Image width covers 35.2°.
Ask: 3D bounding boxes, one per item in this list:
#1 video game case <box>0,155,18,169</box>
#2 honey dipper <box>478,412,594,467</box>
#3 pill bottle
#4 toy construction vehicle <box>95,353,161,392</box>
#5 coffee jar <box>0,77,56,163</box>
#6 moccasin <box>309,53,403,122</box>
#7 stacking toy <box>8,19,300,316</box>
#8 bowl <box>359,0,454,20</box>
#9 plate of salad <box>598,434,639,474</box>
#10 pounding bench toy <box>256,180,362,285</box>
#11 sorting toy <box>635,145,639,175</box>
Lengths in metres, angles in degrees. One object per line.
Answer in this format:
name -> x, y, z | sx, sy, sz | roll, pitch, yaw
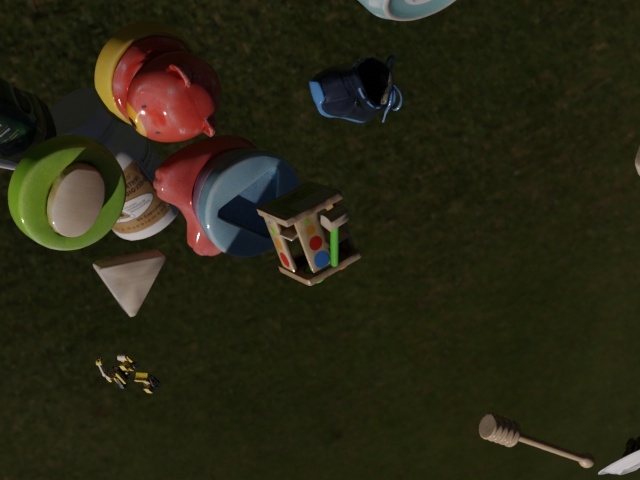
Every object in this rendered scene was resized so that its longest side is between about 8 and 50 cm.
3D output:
video game case -> -0.559, -0.138, 1.762 | 0.143, 0.019, 0.157 | 14, -177, 37
honey dipper -> 0.247, 0.226, 1.125 | 0.161, 0.030, 0.030 | 21, 136, -26
pill bottle -> -0.318, -0.118, 1.544 | 0.131, 0.131, 0.229 | -26, 133, 6
toy construction vehicle -> -0.352, 0.245, 1.829 | 0.086, 0.035, 0.098 | -2, 137, 34
coffee jar -> -0.422, -0.166, 1.291 | 0.079, 0.096, 0.184 | -32, 153, 14
moccasin -> 0.097, -0.295, 1.989 | 0.117, 0.137, 0.342 | -20, -173, 25
stacking toy -> -0.170, -0.051, 1.128 | 0.279, 0.130, 0.309 | -47, 132, -9
bowl -> 0.166, -0.511, 1.800 | 0.311, 0.163, 0.311 | -20, 162, -7
plate of salad -> 0.516, 0.311, 1.555 | 0.200, 0.048, 0.200 | -19, 157, -8
pounding bench toy -> 0.000, 0.000, 0.776 | 0.052, 0.065, 0.083 | -28, -156, -21
sorting toy -> 0.478, -0.176, 1.027 | 0.257, 0.255, 0.089 | 13, 162, 34
